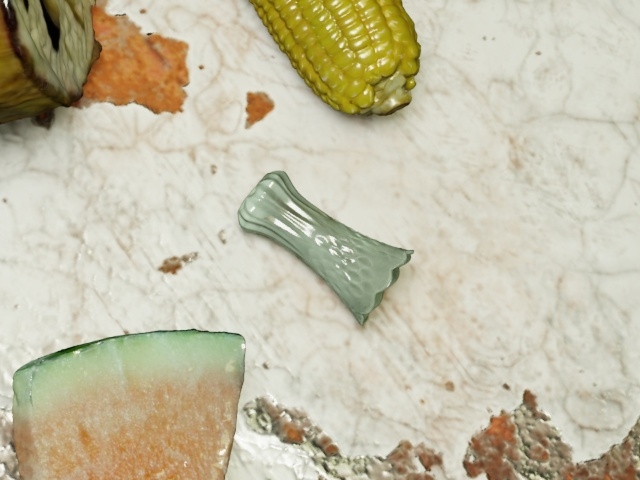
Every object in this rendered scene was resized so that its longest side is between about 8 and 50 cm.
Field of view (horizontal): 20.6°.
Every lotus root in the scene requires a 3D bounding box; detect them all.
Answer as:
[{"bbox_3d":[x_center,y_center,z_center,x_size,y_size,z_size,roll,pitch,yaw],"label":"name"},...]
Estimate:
[{"bbox_3d":[-0.272,-0.283,1.430,0.111,0.375,0.390,-7,61,4],"label":"lotus root"}]

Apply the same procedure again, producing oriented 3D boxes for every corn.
[{"bbox_3d":[-0.028,-0.265,1.612,0.120,0.120,0.363,-30,80,-21],"label":"corn"}]

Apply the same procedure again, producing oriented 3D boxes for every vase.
[{"bbox_3d":[0.000,0.000,1.547,0.148,0.081,0.081,36,66,6],"label":"vase"}]

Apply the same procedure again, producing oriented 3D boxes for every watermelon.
[{"bbox_3d":[-0.155,0.202,1.418,0.193,0.140,0.257,-2,80,-19],"label":"watermelon"}]
